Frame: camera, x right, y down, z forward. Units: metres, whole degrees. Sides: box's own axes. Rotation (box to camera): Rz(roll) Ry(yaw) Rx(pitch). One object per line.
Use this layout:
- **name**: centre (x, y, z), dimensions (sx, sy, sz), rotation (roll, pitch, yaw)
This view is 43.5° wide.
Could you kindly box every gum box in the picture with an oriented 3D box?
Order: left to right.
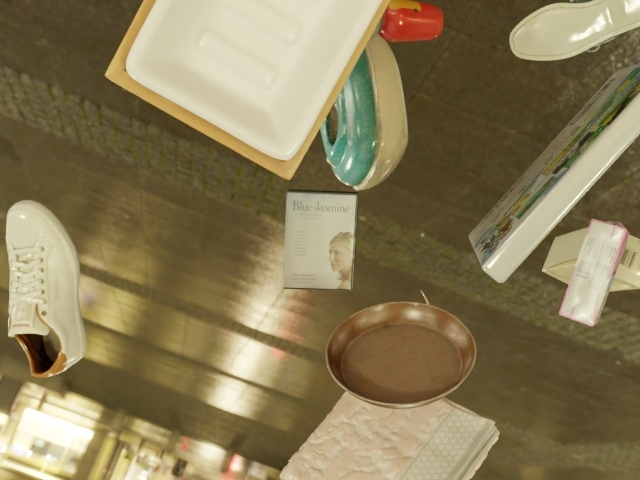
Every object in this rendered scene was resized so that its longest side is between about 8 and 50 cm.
- **gum box**: centre (0.489, 0.052, 1.423), dimensions (0.062, 0.188, 0.107), rotation (20, -175, 23)

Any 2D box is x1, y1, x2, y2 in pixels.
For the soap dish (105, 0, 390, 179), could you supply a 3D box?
- **soap dish**: centre (-0.065, -0.249, 0.885), dimensions (0.229, 0.290, 0.118), rotation (28, -177, -13)

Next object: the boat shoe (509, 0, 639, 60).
- **boat shoe**: centre (0.437, -0.358, 1.303), dimensions (0.255, 0.095, 0.079), rotation (-20, -179, 28)

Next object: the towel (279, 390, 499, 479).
- **towel**: centre (0.137, 0.411, 1.569), dimensions (0.317, 0.332, 0.053), rotation (21, 139, 31)

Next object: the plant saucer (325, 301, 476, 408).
- **plant saucer**: centre (0.091, 0.133, 0.908), dimensions (0.169, 0.168, 0.029), rotation (11, 130, 24)

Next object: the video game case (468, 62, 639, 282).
- **video game case**: centre (0.322, -0.098, 1.048), dimensions (0.036, 0.329, 0.300), rotation (41, -170, 1)

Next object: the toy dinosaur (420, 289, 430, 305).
- **toy dinosaur**: centre (0.263, 0.215, 1.904), dimensions (0.053, 0.183, 0.092), rotation (-3, 147, 16)

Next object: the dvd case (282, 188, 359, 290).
- **dvd case**: centre (0.000, 0.000, 2.008), dimensions (0.180, 0.253, 0.022), rotation (2, -170, -5)

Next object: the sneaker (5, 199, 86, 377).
- **sneaker**: centre (-0.451, 0.082, 1.285), dimensions (0.106, 0.290, 0.123), rotation (-8, -167, 14)

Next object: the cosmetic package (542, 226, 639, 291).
- **cosmetic package**: centre (0.705, 0.051, 2.050), dimensions (0.160, 0.113, 0.309), rotation (25, 172, 0)

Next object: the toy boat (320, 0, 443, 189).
- **toy boat**: centre (0.055, -0.238, 1.163), dimensions (0.148, 0.267, 0.318), rotation (-3, 155, -16)
